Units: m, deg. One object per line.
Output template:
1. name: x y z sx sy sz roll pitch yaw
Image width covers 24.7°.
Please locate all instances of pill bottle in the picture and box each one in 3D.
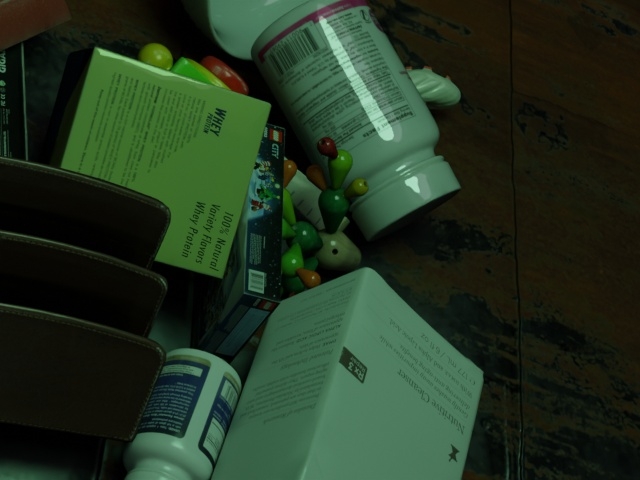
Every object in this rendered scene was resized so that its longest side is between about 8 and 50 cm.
1. pill bottle: -0.147 0.203 1.496 0.094 0.094 0.169 29 49 -11
2. pill bottle: 0.047 -0.152 1.801 0.160 0.160 0.283 -24 83 -40

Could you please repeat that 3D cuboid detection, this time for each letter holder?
1. letter holder: -0.299 0.047 1.404 0.301 0.214 0.152 13 28 -24

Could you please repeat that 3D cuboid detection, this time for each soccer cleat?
1. soccer cleat: 0.091 -0.198 1.938 0.196 0.068 0.076 15 58 -13

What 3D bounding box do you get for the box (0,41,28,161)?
1. box: -0.443 -0.112 1.547 0.257 0.079 0.322 6 57 -25

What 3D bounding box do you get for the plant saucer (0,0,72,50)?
1. plant saucer: -0.437 -0.295 1.611 0.259 0.048 0.258 30 30 10

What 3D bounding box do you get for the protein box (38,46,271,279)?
1. protein box: -0.190 -0.083 1.581 0.201 0.136 0.200 16 89 -21

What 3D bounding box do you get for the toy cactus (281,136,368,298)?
1. toy cactus: 0.000 0.000 1.693 0.180 0.112 0.219 24 83 -57

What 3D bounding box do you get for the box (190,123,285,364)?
1. box: -0.091 0.005 1.621 0.044 0.159 0.233 15 53 -20

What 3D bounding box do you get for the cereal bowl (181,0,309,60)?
1. cereal bowl: -0.057 -0.402 1.822 0.339 0.339 0.141 -25 55 -40

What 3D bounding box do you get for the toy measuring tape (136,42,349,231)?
1. toy measuring tape: -0.100 -0.120 1.756 0.330 0.121 0.121 43 45 -25

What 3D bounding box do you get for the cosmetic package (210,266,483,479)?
1. cosmetic package: 0.018 0.246 1.490 0.217 0.156 0.385 42 43 -27
